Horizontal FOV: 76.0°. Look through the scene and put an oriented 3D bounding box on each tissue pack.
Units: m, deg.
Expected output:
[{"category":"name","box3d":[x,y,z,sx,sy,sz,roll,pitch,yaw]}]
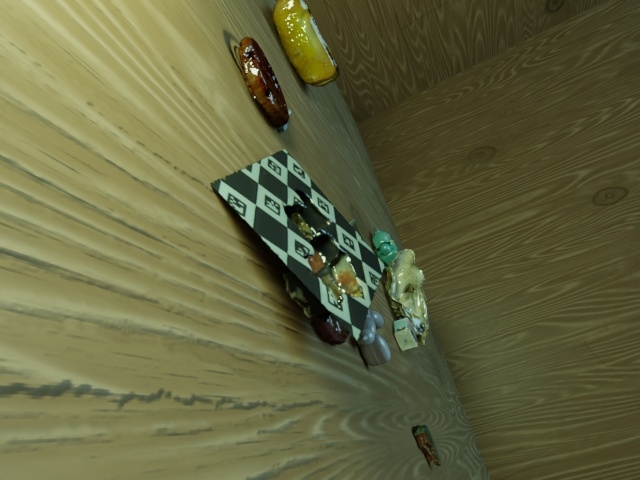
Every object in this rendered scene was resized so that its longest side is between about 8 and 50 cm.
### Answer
[{"category":"tissue pack","box3d":[0.272,0.300,1.320,0.074,0.058,0.094,63,14,-7]}]

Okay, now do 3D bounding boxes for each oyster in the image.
[{"category":"oyster","box3d":[0.315,0.206,1.486,0.110,0.166,0.342,-42,-115,62]}]

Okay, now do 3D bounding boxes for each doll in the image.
[{"category":"doll","box3d":[0.090,0.162,0.863,0.161,0.059,0.160,-93,157,-52]}]

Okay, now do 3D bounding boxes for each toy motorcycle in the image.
[{"category":"toy motorcycle","box3d":[0.289,0.069,1.634,0.297,0.109,0.198,62,10,12]}]

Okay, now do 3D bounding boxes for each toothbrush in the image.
[{"category":"toothbrush","box3d":[-0.084,-0.298,1.012,0.017,0.022,0.204,47,20,-23]}]

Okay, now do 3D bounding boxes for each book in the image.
[{"category":"book","box3d":[0.120,0.022,1.271,0.170,0.018,0.241,66,14,-4]}]

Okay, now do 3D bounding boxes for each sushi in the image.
[{"category":"sushi","box3d":[-0.028,-0.003,0.656,0.292,0.059,0.294,49,25,-3]}]

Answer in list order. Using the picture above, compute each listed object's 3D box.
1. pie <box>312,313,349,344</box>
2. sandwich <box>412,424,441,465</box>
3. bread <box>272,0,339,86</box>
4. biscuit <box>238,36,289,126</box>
[{"category":"pie","box3d":[0.013,0.110,0.708,0.155,0.036,0.155,58,18,-31]},{"category":"sandwich","box3d":[0.267,0.508,1.035,0.135,0.029,0.067,60,15,-25]},{"category":"bread","box3d":[-0.063,-0.748,1.547,0.337,0.147,0.328,57,13,-29]},{"category":"biscuit","box3d":[-0.122,-0.338,0.884,0.192,0.049,0.192,-17,90,-80]}]
